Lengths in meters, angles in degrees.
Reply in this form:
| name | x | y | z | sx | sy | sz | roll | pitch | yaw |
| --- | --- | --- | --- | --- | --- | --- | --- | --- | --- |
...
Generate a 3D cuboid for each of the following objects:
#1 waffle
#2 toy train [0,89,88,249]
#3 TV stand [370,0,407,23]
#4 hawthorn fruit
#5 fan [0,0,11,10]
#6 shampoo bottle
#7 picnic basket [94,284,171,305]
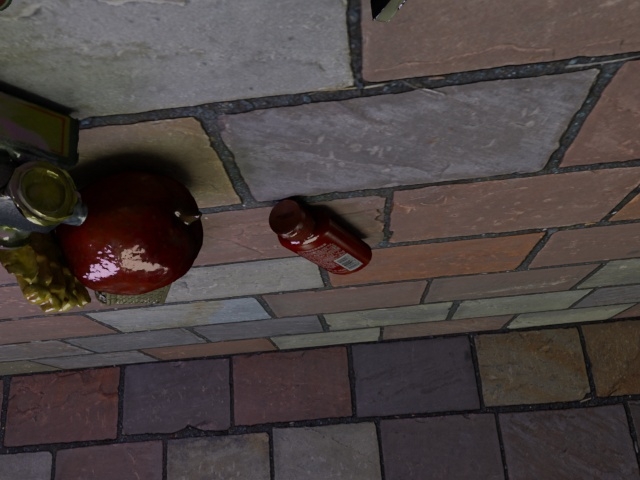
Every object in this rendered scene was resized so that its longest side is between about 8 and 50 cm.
| name | x | y | z | sx | sy | sz | roll | pitch | yaw |
| --- | --- | --- | --- | --- | --- | --- | --- | --- | --- |
| waffle | -0.438 | 0.016 | 0.947 | 0.057 | 0.229 | 0.219 | -24 | 163 | -2 |
| toy train | -0.407 | -0.095 | 0.702 | 0.134 | 0.177 | 0.261 | -19 | 157 | 35 |
| TV stand | 0.117 | -0.280 | 0.512 | 0.042 | 0.036 | 0.249 | 3 | 159 | -26 |
| hawthorn fruit | -0.284 | -0.018 | 0.935 | 0.250 | 0.215 | 0.215 | -20 | 156 | 25 |
| fan | -0.355 | -0.247 | 0.540 | 0.133 | 0.005 | 0.085 | 12 | 155 | -41 |
| shampoo bottle | 0.000 | -0.001 | 1.212 | 0.118 | 0.076 | 0.314 | -12 | 159 | 23 |
| picnic basket | -0.379 | 0.046 | 1.173 | 0.154 | 0.134 | 0.196 | 3 | 160 | -18 |
